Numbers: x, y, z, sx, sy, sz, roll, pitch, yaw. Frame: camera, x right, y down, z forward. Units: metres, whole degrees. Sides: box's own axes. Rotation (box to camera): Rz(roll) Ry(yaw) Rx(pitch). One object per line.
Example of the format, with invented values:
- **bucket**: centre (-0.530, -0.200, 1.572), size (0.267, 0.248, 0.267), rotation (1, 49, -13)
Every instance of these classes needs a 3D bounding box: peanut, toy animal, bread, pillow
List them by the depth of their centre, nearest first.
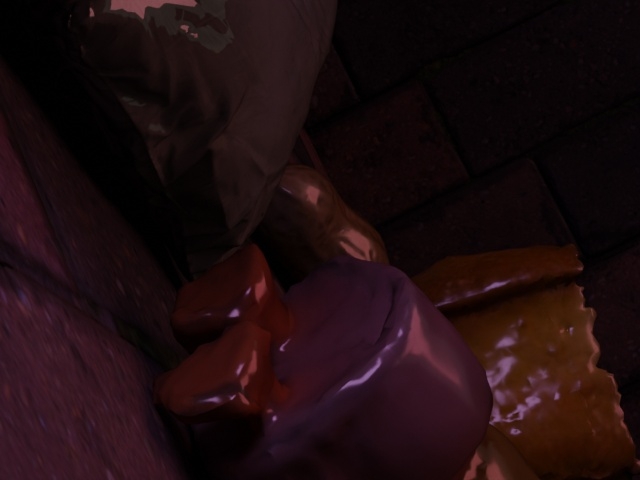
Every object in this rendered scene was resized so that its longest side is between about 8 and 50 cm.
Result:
- **toy animal**: centre (0.034, 0.132, 0.979), size (0.195, 0.169, 0.281), rotation (-85, 151, -57)
- **pillow**: centre (-0.078, -0.151, 1.139), size (0.283, 0.138, 0.310), rotation (69, 32, -47)
- **bread**: centre (0.067, 0.133, 1.194), size (0.340, 0.179, 0.194), rotation (129, -55, -64)
- **peanut**: centre (0.000, 0.000, 1.753), size (0.236, 0.110, 0.120), rotation (55, 18, -52)
